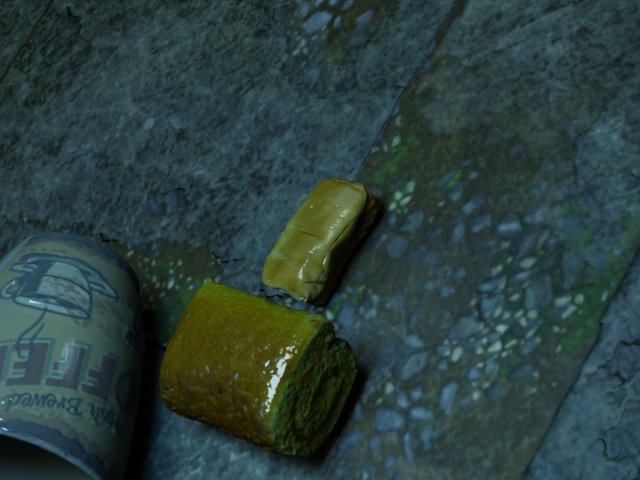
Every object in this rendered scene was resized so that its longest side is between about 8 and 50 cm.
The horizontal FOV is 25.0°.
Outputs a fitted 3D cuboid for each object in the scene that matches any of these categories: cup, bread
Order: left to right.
[{"bbox_3d":[-0.312,0.113,1.408,0.227,0.301,0.257,-34,34,43],"label":"cup"},{"bbox_3d":[-0.058,0.120,1.325,0.172,0.103,0.132,14,74,44],"label":"bread"},{"bbox_3d":[0.000,0.000,1.396,0.074,0.053,0.132,24,77,45],"label":"bread"}]
